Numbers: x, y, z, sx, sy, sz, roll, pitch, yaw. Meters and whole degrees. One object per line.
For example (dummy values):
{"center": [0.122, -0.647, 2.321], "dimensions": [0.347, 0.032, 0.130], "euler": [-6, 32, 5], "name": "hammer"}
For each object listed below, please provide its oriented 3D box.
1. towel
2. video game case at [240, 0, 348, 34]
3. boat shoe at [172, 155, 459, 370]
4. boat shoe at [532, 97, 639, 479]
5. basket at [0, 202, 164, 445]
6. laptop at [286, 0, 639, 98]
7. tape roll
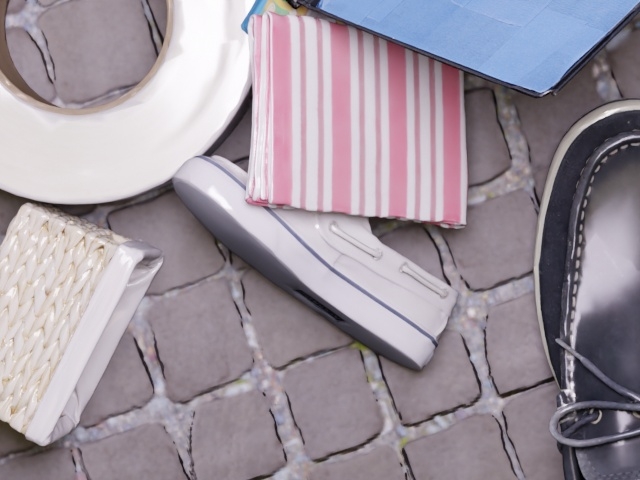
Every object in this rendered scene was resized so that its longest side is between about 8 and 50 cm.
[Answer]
{"center": [0.030, -0.087, 1.299], "dimensions": [0.197, 0.029, 0.144], "euler": [6, 81, -35], "name": "towel"}
{"center": [0.029, -0.158, 1.328], "dimensions": [0.166, 0.015, 0.119], "euler": [39, 69, -27], "name": "video game case"}
{"center": [0.000, 0.000, 1.333], "dimensions": [0.258, 0.095, 0.084], "euler": [39, 76, -29], "name": "boat shoe"}
{"center": [0.263, 0.140, 1.323], "dimensions": [0.186, 0.156, 0.500], "euler": [-3, 91, 3], "name": "boat shoe"}
{"center": [-0.208, 0.059, 1.346], "dimensions": [0.103, 0.113, 0.167], "euler": [28, 92, 4], "name": "basket"}
{"center": [0.104, -0.349, 1.213], "dimensions": [0.382, 0.236, 0.408], "euler": [-44, 96, -15], "name": "laptop"}
{"center": [-0.181, -0.168, 1.341], "dimensions": [0.286, 0.100, 0.286], "euler": [0, 92, 1], "name": "tape roll"}
